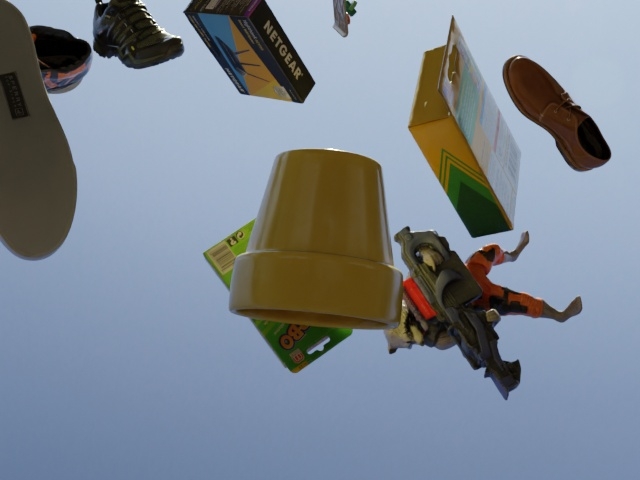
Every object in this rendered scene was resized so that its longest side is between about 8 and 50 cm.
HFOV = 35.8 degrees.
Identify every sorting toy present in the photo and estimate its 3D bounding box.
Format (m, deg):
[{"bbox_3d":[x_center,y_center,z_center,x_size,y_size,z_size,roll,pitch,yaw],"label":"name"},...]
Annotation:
[{"bbox_3d":[0.030,-0.285,1.229,0.012,0.062,0.083,-8,-152,-13],"label":"sorting toy"}]

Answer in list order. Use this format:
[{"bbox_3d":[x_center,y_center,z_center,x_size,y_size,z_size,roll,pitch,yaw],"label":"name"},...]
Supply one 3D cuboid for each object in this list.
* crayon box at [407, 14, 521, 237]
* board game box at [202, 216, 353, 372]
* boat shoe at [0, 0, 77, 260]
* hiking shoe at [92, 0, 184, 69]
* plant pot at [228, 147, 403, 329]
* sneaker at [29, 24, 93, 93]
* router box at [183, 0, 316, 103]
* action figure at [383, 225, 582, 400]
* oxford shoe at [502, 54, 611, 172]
[{"bbox_3d":[0.240,-0.188,1.674,0.083,0.323,0.203,-12,-138,28],"label":"crayon box"},{"bbox_3d":[-0.069,0.086,1.605,0.124,0.039,0.259,-34,-113,-12],"label":"board game box"},{"bbox_3d":[-0.446,-0.146,1.410,0.135,0.156,0.367,-16,-91,-24],"label":"boat shoe"},{"bbox_3d":[-0.320,-0.360,1.675,0.226,0.114,0.086,18,-143,39],"label":"hiking shoe"},{"bbox_3d":[0.000,0.000,1.456,0.253,0.254,0.239,6,-100,-9],"label":"plant pot"},{"bbox_3d":[-0.545,-0.303,1.700,0.321,0.180,0.125,-21,-88,-25],"label":"sneaker"},{"bbox_3d":[-0.102,-0.282,1.453,0.133,0.179,0.046,14,-117,38],"label":"router box"},{"bbox_3d":[0.260,0.133,1.650,0.330,0.179,0.341,-12,-124,-16],"label":"action figure"},{"bbox_3d":[0.352,-0.192,1.446,0.212,0.076,0.076,45,-102,-9],"label":"oxford shoe"}]
